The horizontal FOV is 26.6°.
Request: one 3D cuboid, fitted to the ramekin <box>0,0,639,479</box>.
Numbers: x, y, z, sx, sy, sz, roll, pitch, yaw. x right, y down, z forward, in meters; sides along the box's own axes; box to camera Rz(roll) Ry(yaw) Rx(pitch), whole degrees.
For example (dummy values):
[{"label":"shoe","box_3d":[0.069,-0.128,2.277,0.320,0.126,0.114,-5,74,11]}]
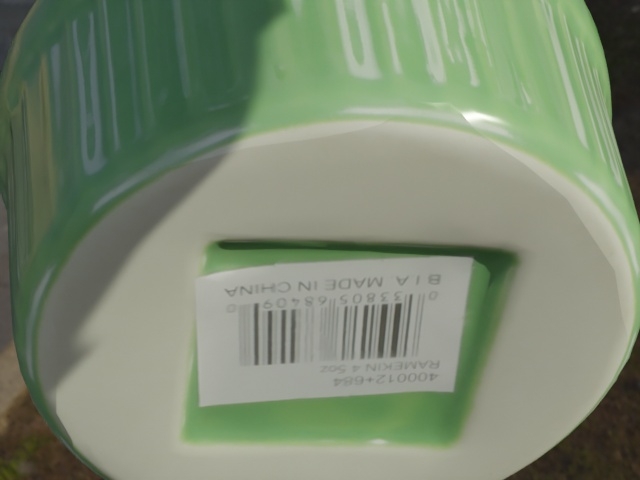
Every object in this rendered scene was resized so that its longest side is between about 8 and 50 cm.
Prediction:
[{"label":"ramekin","box_3d":[0.000,0.000,0.623,0.303,0.303,0.148,-21,42,11]}]
